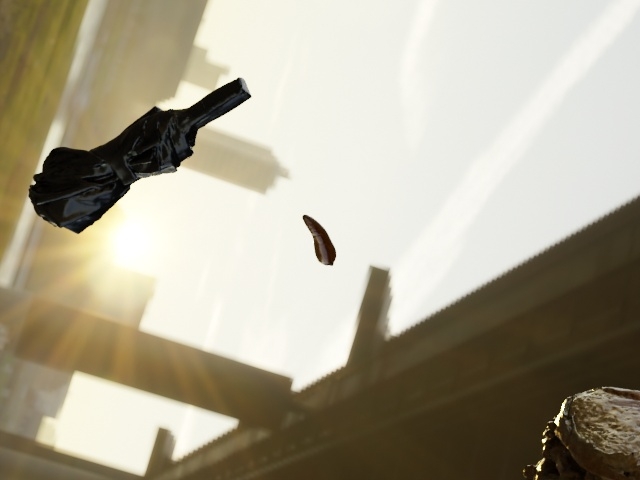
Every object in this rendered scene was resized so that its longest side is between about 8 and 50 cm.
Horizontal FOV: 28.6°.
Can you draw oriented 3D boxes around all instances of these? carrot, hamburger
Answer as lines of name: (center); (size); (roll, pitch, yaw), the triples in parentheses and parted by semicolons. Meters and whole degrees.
carrot: (0.000, 0.000, 1.981); (0.142, 0.035, 0.035); (67, 29, -53)
hamburger: (0.334, 0.283, 1.350); (0.260, 0.245, 0.211); (-21, 127, -48)

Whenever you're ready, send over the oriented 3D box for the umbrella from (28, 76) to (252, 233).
umbrella: (-0.242, -0.122, 1.689); (0.340, 0.118, 0.118); (-31, -155, 13)
